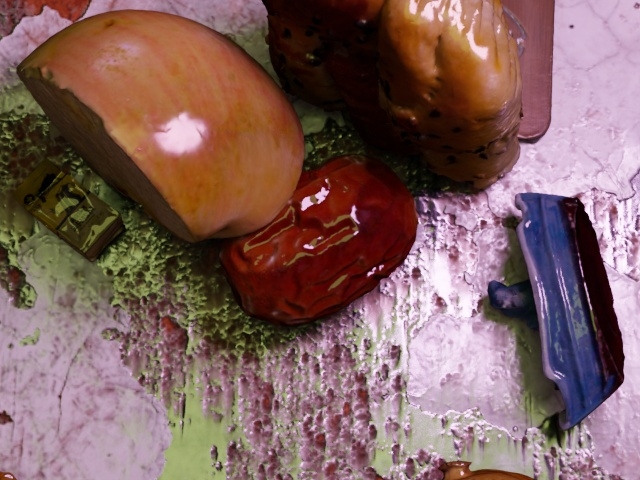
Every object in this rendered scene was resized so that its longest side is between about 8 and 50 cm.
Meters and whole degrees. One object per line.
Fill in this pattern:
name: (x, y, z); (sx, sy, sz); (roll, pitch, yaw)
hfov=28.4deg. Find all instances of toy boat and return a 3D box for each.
toy boat: (0.284, 0.081, 1.564); (0.142, 0.129, 0.309); (-19, 68, 28)

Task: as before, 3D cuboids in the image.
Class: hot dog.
hot dog: (0.088, -0.226, 1.496); (0.367, 0.365, 0.196); (33, 77, 9)

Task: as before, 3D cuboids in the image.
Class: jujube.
jujube: (0.000, 0.000, 1.548); (0.250, 0.174, 0.174); (-28, 77, -14)

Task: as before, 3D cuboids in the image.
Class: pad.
pad: (0.175, -0.275, 1.709); (0.284, 0.018, 0.286); (5, 74, 0)

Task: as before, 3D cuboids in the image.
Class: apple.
apple: (-0.184, -0.138, 1.519); (0.314, 0.309, 0.252); (-5, 112, -41)

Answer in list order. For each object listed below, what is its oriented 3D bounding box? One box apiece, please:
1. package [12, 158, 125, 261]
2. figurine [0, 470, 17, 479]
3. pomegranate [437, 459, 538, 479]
package: (-0.319, -0.038, 1.610); (0.131, 0.047, 0.071); (36, 78, 9)
figurine: (-0.414, 0.326, 1.497); (0.143, 0.068, 0.101); (-45, 76, 0)
pomegranate: (0.185, 0.348, 1.431); (0.215, 0.215, 0.215); (1, 74, -2)
